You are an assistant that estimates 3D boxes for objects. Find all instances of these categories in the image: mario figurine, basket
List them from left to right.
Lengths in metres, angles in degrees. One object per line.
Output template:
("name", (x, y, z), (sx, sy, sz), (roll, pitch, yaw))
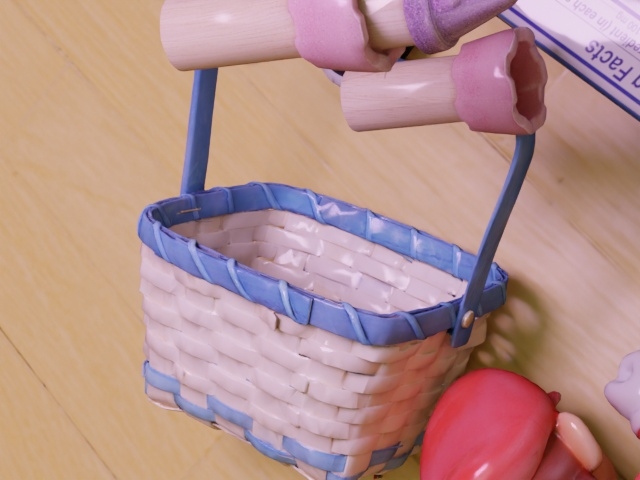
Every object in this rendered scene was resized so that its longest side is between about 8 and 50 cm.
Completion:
("basket", (0.000, 0.000, 1.240), (0.255, 0.201, 0.289), (26, 117, 28))
("mario figurine", (0.203, 0.203, 1.180), (0.198, 0.170, 0.320), (-40, 72, -21))

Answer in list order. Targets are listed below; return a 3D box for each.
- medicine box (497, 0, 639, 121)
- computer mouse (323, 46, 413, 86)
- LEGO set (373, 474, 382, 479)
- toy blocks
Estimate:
("medicine box", (0.224, -0.245, 1.173), (0.263, 0.149, 0.289), (40, 103, 20))
("computer mouse", (0.060, -0.197, 1.341), (0.106, 0.042, 0.193), (27, 91, 25))
("LEGO set", (0.024, 0.185, 1.319), (0.083, 0.023, 0.054), (-46, 66, 1))
("toy blocks", (0.085, -0.228, 1.000), (0.260, 0.288, 0.309), (-4, 83, 26))
